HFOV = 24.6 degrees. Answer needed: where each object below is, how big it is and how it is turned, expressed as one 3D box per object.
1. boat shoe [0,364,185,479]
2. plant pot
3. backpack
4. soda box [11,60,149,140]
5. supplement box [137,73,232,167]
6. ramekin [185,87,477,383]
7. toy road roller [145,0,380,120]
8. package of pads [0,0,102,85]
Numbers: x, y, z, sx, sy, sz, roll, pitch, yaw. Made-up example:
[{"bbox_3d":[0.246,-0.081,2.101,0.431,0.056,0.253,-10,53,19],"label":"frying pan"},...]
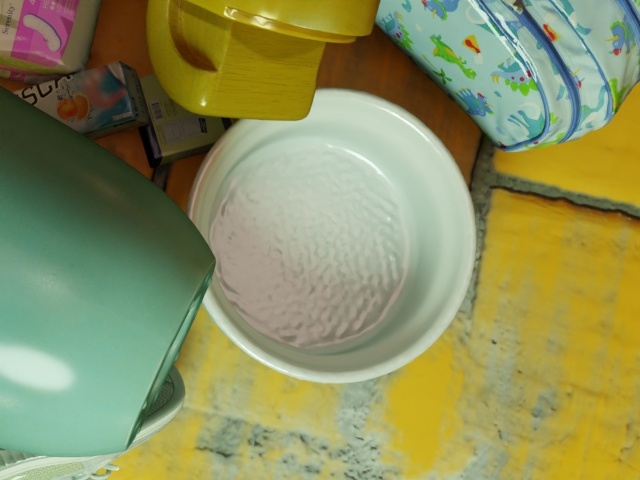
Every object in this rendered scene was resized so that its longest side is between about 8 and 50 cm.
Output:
[{"bbox_3d":[-0.280,0.191,1.370,0.320,0.103,0.118,-23,61,-18],"label":"boat shoe"},{"bbox_3d":[-0.229,0.048,1.248,0.235,0.293,0.293,24,79,0],"label":"plant pot"},{"bbox_3d":[0.173,-0.259,1.428,0.356,0.290,0.273,33,73,-16],"label":"backpack"},{"bbox_3d":[-0.260,-0.115,1.392,0.183,0.063,0.058,-16,87,6],"label":"soda box"},{"bbox_3d":[-0.138,-0.125,1.449,0.083,0.056,0.083,-16,87,-13],"label":"supplement box"},{"bbox_3d":[0.000,0.000,1.424,0.277,0.135,0.277,1,84,-12],"label":"ramekin"},{"bbox_3d":[-0.090,-0.247,1.311,0.203,0.330,0.240,1,110,-45],"label":"toy road roller"},{"bbox_3d":[-0.347,-0.279,1.392,0.297,0.101,0.229,14,81,-16],"label":"package of pads"}]
